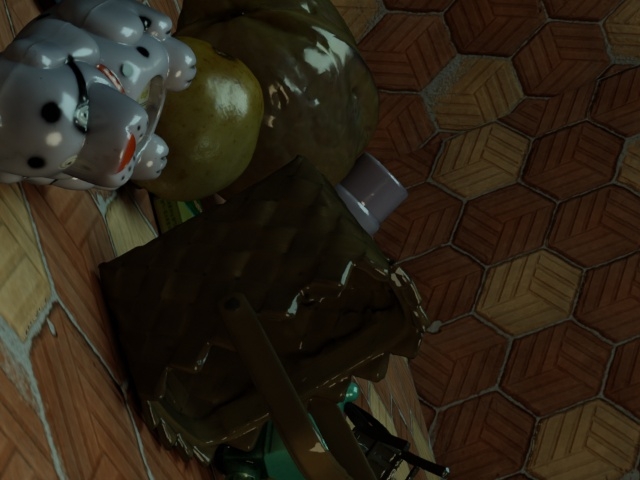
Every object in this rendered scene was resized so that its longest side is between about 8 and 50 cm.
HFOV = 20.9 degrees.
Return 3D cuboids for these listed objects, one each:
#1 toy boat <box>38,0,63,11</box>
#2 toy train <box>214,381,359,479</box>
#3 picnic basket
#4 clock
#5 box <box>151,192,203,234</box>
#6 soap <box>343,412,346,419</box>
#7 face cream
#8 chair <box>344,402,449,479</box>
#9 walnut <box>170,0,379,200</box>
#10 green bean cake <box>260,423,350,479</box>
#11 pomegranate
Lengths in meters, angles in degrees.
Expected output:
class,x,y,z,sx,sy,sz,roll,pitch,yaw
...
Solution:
class,x,y,z,sx,sy,sz,roll,pitch,yaw
toy boat,-0.264,-0.286,1.911,0.223,0.097,0.100,63,6,-46
toy train,-0.037,0.163,1.883,0.101,0.159,0.248,78,15,-50
picnic basket,-0.032,0.116,1.694,0.321,0.291,0.254,63,3,30
clock,-0.225,-0.118,1.501,0.254,0.189,0.189,-53,122,-75
box,-0.156,0.014,2.098,0.132,0.034,0.235,56,14,-60
soap,-0.048,0.148,2.307,0.250,0.099,0.162,58,20,-57
face cream,0.000,0.000,2.464,0.096,0.274,0.154,44,1,13
chair,0.035,0.236,1.889,0.084,0.101,0.212,38,-6,-34
walnut,-0.070,-0.196,2.379,0.306,0.306,0.344,-104,167,-44
green bean cake,-0.007,0.300,2.006,0.224,0.131,0.230,-101,168,-47
pomegranate,-0.164,-0.131,1.958,0.196,0.196,0.196,-21,90,-83
